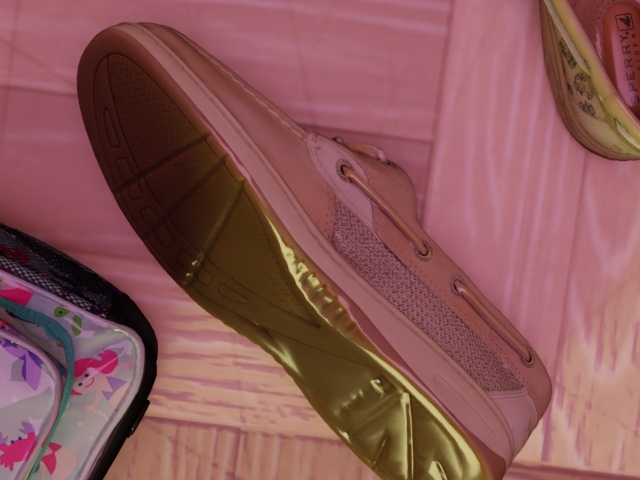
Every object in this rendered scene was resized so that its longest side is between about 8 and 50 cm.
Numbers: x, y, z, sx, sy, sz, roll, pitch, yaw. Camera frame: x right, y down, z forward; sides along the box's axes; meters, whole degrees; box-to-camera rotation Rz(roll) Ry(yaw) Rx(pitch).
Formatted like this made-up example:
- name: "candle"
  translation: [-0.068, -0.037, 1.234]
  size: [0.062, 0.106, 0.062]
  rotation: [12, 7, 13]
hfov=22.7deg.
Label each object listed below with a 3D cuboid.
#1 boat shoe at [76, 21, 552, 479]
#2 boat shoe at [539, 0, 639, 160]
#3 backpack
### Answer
- name: "boat shoe"
  translation: [0.000, 0.000, 0.817]
  size: [0.302, 0.109, 0.098]
  rotation: [47, 52, -4]
- name: "boat shoe"
  translation: [0.139, -0.180, 0.804]
  size: [0.105, 0.089, 0.285]
  rotation: [-19, 94, 1]
- name: "backpack"
  translation: [-0.233, 0.080, 0.774]
  size: [0.253, 0.191, 0.225]
  rotation: [29, 94, 2]
